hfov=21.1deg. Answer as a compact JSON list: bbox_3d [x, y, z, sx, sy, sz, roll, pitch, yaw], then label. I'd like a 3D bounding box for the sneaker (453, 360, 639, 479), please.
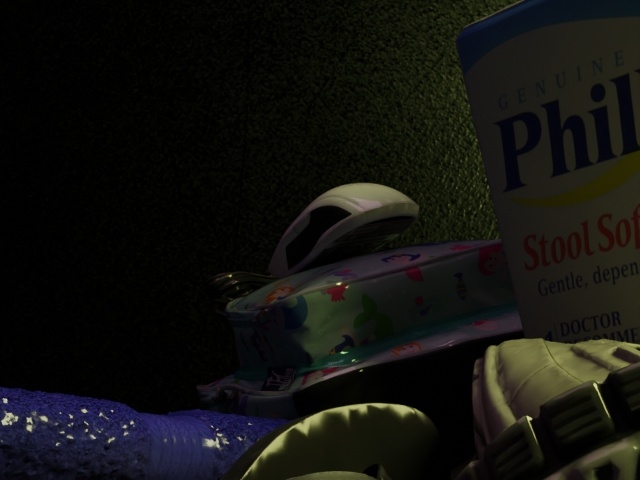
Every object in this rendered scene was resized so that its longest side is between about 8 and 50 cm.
[{"bbox_3d":[0.167,0.086,0.503,0.297,0.111,0.129,-9,-20,-10],"label":"sneaker"}]

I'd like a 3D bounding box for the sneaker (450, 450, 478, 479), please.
[{"bbox_3d":[0.056,0.150,0.943,0.089,0.051,0.170,-10,1,12],"label":"sneaker"}]

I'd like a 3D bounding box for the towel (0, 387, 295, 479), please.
[{"bbox_3d":[-0.160,0.130,0.892,0.228,0.076,0.308,-33,-30,35],"label":"towel"}]

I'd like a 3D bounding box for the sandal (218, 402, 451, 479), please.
[{"bbox_3d":[-0.029,0.140,0.690,0.254,0.097,0.054,-25,4,-41],"label":"sandal"}]

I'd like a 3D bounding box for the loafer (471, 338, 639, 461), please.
[{"bbox_3d":[0.124,0.097,0.717,0.111,0.112,0.319,-9,5,2],"label":"loafer"}]

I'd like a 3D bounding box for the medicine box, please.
[{"bbox_3d":[0.236,-0.018,0.933,0.149,0.289,0.263,-11,-4,-37],"label":"medicine box"}]

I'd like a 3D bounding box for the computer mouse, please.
[{"bbox_3d":[0.000,0.000,1.193,0.106,0.042,0.193,-6,-19,-36],"label":"computer mouse"}]

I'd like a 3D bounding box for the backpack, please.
[{"bbox_3d":[0.037,0.105,1.146,0.225,0.191,0.253,-13,-8,-26],"label":"backpack"}]
